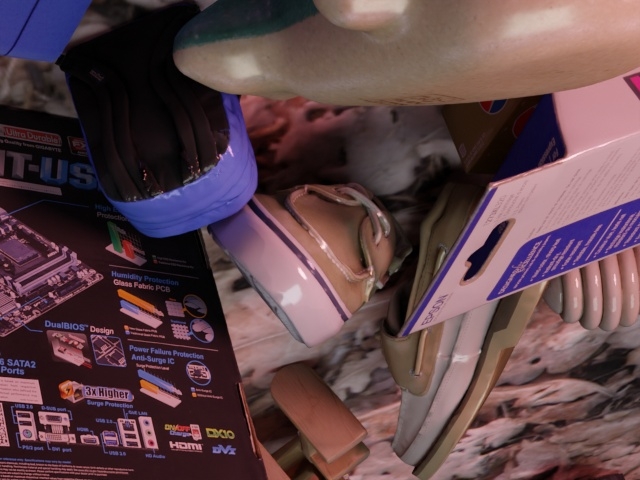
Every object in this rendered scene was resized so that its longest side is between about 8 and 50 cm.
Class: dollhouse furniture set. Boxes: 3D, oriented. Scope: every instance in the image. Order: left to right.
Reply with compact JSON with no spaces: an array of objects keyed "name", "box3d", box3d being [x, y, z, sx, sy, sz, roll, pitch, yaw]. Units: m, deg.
[{"name":"dollhouse furniture set","box3d":[-0.089,0.217,1.464,0.242,0.161,0.212,-35,152,-15]}]

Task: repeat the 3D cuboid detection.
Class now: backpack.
[{"name":"backpack","box3d":[-0.085,-0.063,1.005,0.098,0.120,0.101,-25,148,9]}]

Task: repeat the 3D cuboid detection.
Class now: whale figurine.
[{"name":"whale figurine","box3d":[0.054,-0.142,0.879,0.272,0.141,0.216,-8,176,31]}]

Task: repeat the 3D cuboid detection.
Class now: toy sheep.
[{"name":"toy sheep","box3d":[0.219,0.032,1.341,0.132,0.091,0.091,-10,148,-2]}]

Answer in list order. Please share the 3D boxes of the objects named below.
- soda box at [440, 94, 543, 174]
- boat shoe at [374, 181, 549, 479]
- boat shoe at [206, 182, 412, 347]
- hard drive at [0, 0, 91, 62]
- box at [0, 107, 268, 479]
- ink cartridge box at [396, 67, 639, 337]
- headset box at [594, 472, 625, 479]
[{"name":"soda box","box3d":[0.150,-0.118,1.095,0.061,0.058,0.181,0,144,-28]},{"name":"boat shoe","box3d":[0.101,0.067,1.317,0.103,0.113,0.302,28,134,8]},{"name":"boat shoe","box3d":[0.000,0.000,1.113,0.094,0.109,0.302,-40,176,4]},{"name":"hard drive","box3d":[-0.241,-0.183,0.816,0.318,0.040,0.210,5,142,-32]},{"name":"box","box3d":[-0.187,0.050,0.965,0.295,0.293,0.073,9,138,-37]},{"name":"ink cartridge box","box3d":[0.213,-0.056,1.129,0.371,0.069,0.176,-21,155,-30]},{"name":"headset box","box3d":[0.258,0.412,1.774,0.246,0.283,0.131,-40,158,33]}]
